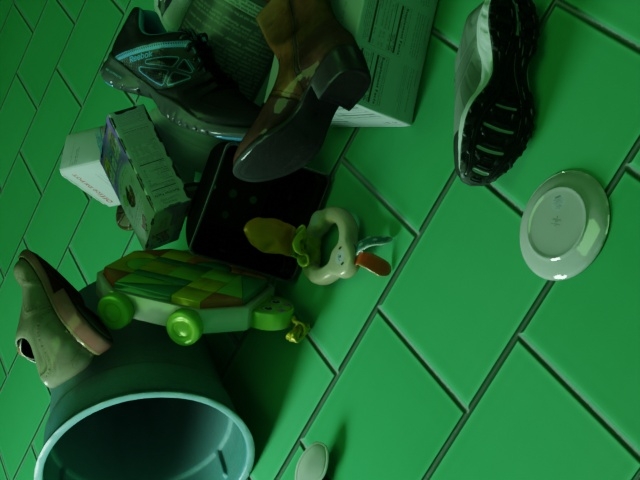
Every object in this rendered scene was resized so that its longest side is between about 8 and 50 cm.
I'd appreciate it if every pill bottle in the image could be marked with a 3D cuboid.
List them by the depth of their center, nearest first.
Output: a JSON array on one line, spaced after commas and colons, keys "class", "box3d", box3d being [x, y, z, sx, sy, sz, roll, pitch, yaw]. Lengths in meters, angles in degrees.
[{"class": "pill bottle", "box3d": [-0.160, -0.309, 1.881, 0.363, 0.210, 0.210, -61, 39, 17]}]

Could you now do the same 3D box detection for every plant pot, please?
[{"class": "plant pot", "box3d": [-0.121, -0.062, 1.781, 0.188, 0.188, 0.167, -69, 24, 7]}, {"class": "plant pot", "box3d": [-0.306, 0.254, 1.797, 0.341, 0.341, 0.334, -54, 33, 25]}]

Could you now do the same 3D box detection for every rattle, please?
[{"class": "rattle", "box3d": [0.000, 0.000, 1.628, 0.130, 0.142, 0.199, -54, 31, -4]}]

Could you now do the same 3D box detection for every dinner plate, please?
[{"class": "dinner plate", "box3d": [0.298, -0.020, 1.344, 0.141, 0.017, 0.141, -24, 58, 45]}]

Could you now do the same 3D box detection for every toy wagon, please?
[{"class": "toy wagon", "box3d": [-0.178, 0.088, 1.721, 0.344, 0.267, 0.068, 11, 109, 18]}]

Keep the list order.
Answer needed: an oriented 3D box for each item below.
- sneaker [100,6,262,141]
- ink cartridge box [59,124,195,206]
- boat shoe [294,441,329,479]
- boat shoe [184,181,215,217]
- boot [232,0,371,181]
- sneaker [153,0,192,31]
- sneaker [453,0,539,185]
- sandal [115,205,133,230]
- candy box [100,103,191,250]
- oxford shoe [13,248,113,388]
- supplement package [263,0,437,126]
[{"class": "sneaker", "box3d": [-0.208, -0.261, 1.720, 0.340, 0.125, 0.140, 29, 104, 23]}, {"class": "ink cartridge box", "box3d": [-0.366, -0.150, 2.066, 0.212, 0.154, 0.093, -11, 59, 27]}, {"class": "boat shoe", "box3d": [-0.013, 0.357, 1.591, 0.046, 0.038, 0.125, 12, 88, 21]}, {"class": "boat shoe", "box3d": [-0.213, -0.050, 1.920, 0.068, 0.190, 0.072, -4, 77, 6]}, {"class": "boot", "box3d": [-0.063, -0.254, 1.588, 0.264, 0.096, 0.280, -49, 43, 29]}, {"class": "sneaker", "box3d": [-0.258, -0.545, 2.190, 0.153, 0.094, 0.235, 3, 70, 61]}, {"class": "sneaker", "box3d": [0.225, -0.200, 1.452, 0.108, 0.100, 0.272, -16, 61, 64]}, {"class": "sandal", "box3d": [-0.336, -0.113, 2.169, 0.090, 0.060, 0.219, 8, 69, 37]}, {"class": "candy box", "box3d": [-0.302, -0.104, 1.845, 0.196, 0.070, 0.165, 62, 155, 15]}, {"class": "oxford shoe", "box3d": [-0.448, 0.116, 1.720, 0.130, 0.123, 0.348, -46, 31, -6]}, {"class": "supplement package", "box3d": [0.051, -0.318, 1.664, 0.204, 0.145, 0.262, 7, 82, 52]}]
